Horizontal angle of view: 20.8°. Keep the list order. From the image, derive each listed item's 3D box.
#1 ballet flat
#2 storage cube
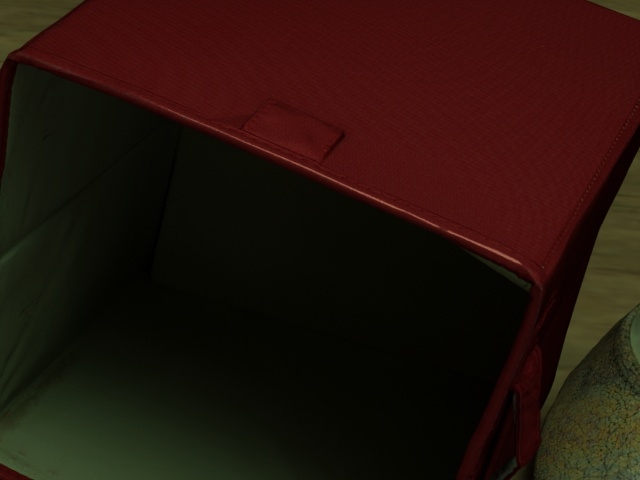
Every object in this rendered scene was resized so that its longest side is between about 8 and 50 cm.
[{"bbox_3d":[0.190,0.030,0.744,0.107,0.106,0.316,30,39,20],"label":"ballet flat"},{"bbox_3d":[0.000,0.000,0.653,0.215,0.184,0.193,23,36,13],"label":"storage cube"}]
